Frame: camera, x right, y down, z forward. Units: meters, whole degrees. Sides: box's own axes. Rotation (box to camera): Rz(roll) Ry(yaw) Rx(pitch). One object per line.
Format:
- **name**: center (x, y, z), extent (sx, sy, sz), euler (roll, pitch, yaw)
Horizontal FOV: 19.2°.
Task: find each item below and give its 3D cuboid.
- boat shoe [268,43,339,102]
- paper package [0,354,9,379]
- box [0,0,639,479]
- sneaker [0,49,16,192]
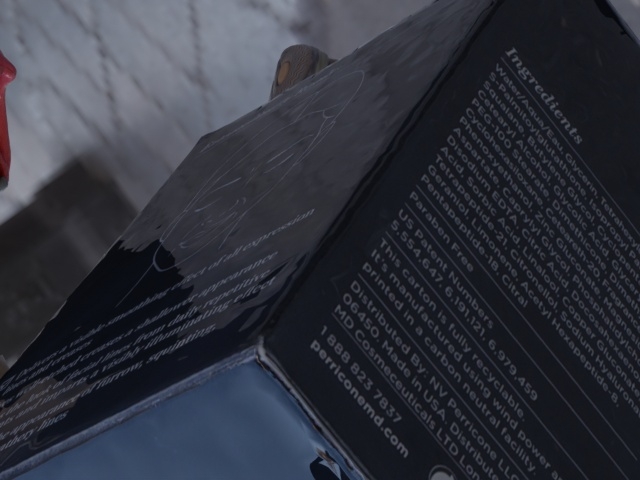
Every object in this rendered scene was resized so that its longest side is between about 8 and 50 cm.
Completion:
- **boat shoe**: center (0.000, 0.000, 1.422), extent (0.324, 0.116, 0.123), euler (104, 173, -47)
- **paper package**: center (-0.264, 0.275, 1.175), extent (0.309, 0.168, 0.325), euler (47, 130, 55)
- **box**: center (0.012, 0.066, 0.969), extent (0.293, 0.395, 0.212), euler (-29, 108, 39)
- **sneaker**: center (-0.318, -0.042, 1.513), extent (0.136, 0.116, 0.314), euler (28, 126, 17)
